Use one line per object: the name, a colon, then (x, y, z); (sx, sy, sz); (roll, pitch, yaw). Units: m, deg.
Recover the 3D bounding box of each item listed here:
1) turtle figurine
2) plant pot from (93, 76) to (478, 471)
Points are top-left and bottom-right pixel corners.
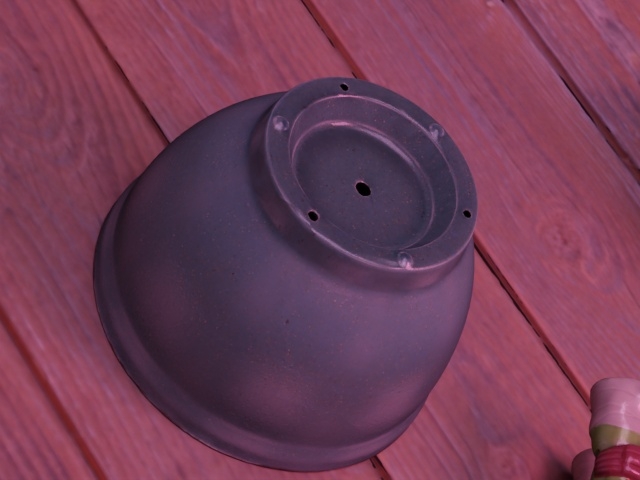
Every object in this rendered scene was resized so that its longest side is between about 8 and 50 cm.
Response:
turtle figurine: (0.254, 0.247, 1.397); (0.198, 0.275, 0.266); (55, 32, -33)
plant pot: (0.000, 0.000, 1.427); (0.293, 0.196, 0.293); (16, 50, -20)
